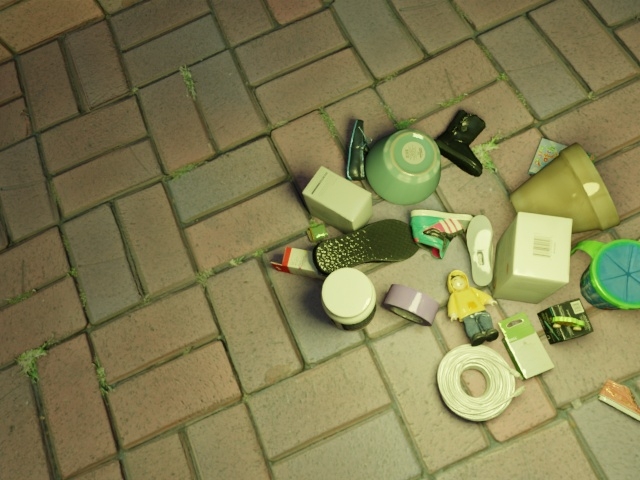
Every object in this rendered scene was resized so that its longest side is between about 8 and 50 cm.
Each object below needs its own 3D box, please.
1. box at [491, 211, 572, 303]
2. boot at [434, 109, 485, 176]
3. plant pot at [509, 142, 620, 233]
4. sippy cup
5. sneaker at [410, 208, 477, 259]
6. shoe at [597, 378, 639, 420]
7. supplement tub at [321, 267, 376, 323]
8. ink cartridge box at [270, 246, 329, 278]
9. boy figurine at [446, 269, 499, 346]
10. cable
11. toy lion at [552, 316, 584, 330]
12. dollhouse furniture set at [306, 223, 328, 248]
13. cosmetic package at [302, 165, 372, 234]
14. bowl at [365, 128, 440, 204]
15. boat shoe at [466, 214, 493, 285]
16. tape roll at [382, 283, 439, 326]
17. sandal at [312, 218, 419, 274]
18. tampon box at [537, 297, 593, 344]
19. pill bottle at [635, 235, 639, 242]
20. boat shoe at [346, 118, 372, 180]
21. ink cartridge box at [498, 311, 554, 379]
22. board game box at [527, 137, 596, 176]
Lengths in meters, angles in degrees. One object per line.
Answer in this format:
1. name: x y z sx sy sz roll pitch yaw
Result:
1. box: 0.710 0.071 1.705 0.168 0.345 0.215 8 74 10
2. boot: 0.600 -0.398 2.008 0.246 0.094 0.207 41 85 24
3. plant pot: 0.854 -0.140 1.793 0.280 0.323 0.323 -28 69 22
4. sippy cup: 1.010 0.138 1.709 0.240 0.224 0.306 -10 71 3
5. sneaker: 0.480 -0.015 1.885 0.295 0.124 0.179 6 83 -3
6. shoe: 1.025 0.537 1.658 0.178 0.063 0.081 29 83 20
7. supplement tub: 0.103 0.212 1.775 0.191 0.272 0.191 -2 72 6
8. ink cartridge box: -0.063 0.088 1.911 0.231 0.134 0.078 10 74 10
9. boy figurine: 0.536 0.229 1.780 0.177 0.092 0.285 -16 55 1
10. cable: 0.533 0.487 1.727 0.257 0.089 0.257 -40 70 -6
11. toy lion: 0.791 0.260 1.592 0.100 0.096 0.034 7 74 9
12. dollhouse furniture set: 0.000 0.000 1.972 0.076 0.058 0.152 -22 70 -1
13. cosmetic package: 0.073 -0.140 1.921 0.224 0.224 0.138 32 79 16
14. bowl: 0.340 -0.306 1.943 0.311 0.163 0.312 1 78 -5
15. boat shoe: 0.588 0.036 1.843 0.095 0.084 0.258 2 91 18
16. tape roll: 0.323 0.231 1.785 0.189 0.189 0.080 22 75 14
17. sandal: 0.168 0.022 1.879 0.445 0.107 0.168 -10 85 -22
18. tampon box: 0.837 0.281 1.717 0.101 0.161 0.121 -16 72 2
19. pill bottle: 1.268 0.078 1.715 0.188 0.188 0.334 -42 71 -7
20. boat shoe: 0.163 -0.369 2.066 0.089 0.109 0.258 7 89 2
21. ink cartridge box: 0.713 0.370 1.755 0.109 0.062 0.209 -22 70 0
22. board game box: 0.944 -0.295 1.960 0.211 0.039 0.160 22 76 15
